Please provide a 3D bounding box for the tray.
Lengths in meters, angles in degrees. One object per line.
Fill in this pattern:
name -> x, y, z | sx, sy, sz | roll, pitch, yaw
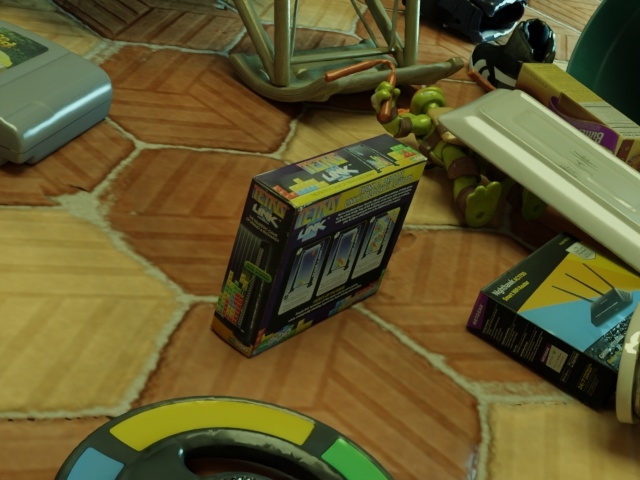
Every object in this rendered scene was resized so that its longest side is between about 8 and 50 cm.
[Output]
tray -> 0.259, -0.073, 1.029 | 0.270, 0.030, 0.145 | 40, 40, 19

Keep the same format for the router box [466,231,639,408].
router box -> 0.231, 0.065, 0.907 | 0.133, 0.046, 0.179 | 32, 33, 24

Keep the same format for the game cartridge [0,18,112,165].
game cartridge -> -0.364, -0.170, 0.990 | 0.294, 0.060, 0.196 | 22, 26, 8

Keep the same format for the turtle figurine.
turtle figurine -> 0.139, -0.105, 1.102 | 0.269, 0.087, 0.217 | 5, 39, -35

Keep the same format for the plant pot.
plant pot -> 0.482, -0.179, 1.244 | 0.255, 0.271, 0.271 | 21, 27, -22

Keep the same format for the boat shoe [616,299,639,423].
boat shoe -> 0.341, 0.079, 0.860 | 0.097, 0.116, 0.324 | 15, 20, 33

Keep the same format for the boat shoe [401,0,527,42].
boat shoe -> 0.281, -0.407, 1.658 | 0.158, 0.127, 0.340 | 37, 43, 19

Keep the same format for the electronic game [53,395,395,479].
electronic game -> -0.044, 0.171, 0.590 | 0.229, 0.048, 0.229 | 13, 30, -8

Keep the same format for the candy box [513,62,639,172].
candy box -> 0.288, -0.116, 1.173 | 0.053, 0.109, 0.187 | -4, 37, -28

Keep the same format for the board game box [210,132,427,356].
board game box -> 0.000, 0.000, 0.803 | 0.048, 0.141, 0.170 | 34, 33, 26

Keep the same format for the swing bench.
swing bench -> 0.015, -0.295, 1.240 | 0.165, 0.255, 0.253 | -9, 4, 45

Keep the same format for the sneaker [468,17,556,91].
sneaker -> 0.267, -0.252, 1.374 | 0.079, 0.121, 0.217 | 10, 31, -13
